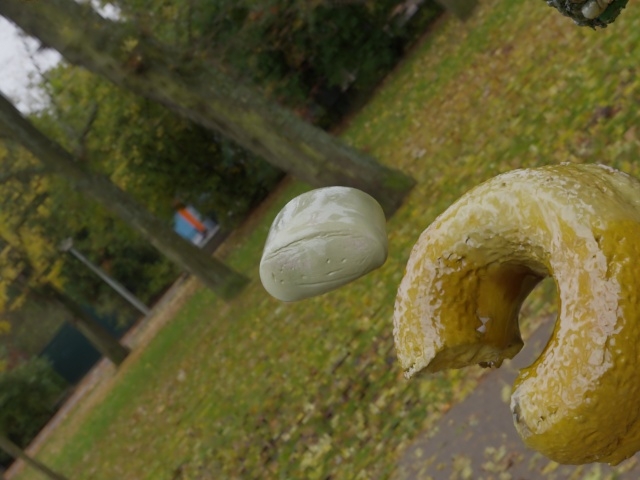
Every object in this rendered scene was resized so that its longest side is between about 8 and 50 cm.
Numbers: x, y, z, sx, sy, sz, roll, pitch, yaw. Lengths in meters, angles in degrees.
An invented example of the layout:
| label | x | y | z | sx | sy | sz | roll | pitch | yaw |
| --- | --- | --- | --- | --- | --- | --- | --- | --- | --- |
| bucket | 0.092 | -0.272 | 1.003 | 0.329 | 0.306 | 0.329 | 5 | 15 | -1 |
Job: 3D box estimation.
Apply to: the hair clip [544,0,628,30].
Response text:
| label | x | y | z | sx | sy | sz | roll | pitch | yaw |
| --- | --- | --- | --- | --- | --- | --- | --- | --- | --- |
| hair clip | 0.475 | -0.461 | 1.842 | 0.138 | 0.321 | 0.091 | -50 | 49 | 24 |

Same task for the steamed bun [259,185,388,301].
| label | x | y | z | sx | sy | sz | roll | pitch | yaw |
| --- | --- | --- | --- | --- | --- | --- | --- | --- | --- |
| steamed bun | 0.000 | 0.000 | 1.909 | 0.250 | 0.154 | 0.200 | -24 | 21 | 17 |

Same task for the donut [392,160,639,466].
| label | x | y | z | sx | sy | sz | roll | pitch | yaw |
| --- | --- | --- | --- | --- | --- | --- | --- | --- | --- |
| donut | 0.277 | 0.073 | 1.354 | 0.435 | 0.164 | 0.377 | 22 | 103 | 49 |
